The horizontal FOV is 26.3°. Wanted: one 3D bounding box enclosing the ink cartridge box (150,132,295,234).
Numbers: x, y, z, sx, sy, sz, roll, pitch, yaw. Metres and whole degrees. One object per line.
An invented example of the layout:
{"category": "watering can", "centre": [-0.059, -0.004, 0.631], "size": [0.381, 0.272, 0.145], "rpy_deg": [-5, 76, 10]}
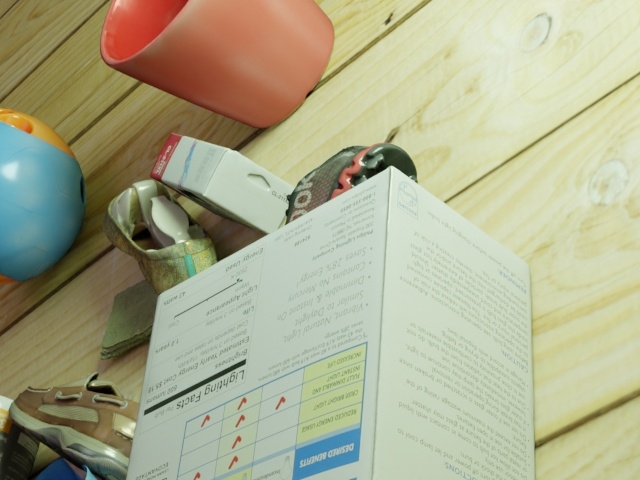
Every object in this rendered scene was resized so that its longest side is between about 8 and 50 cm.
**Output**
{"category": "ink cartridge box", "centre": [-0.131, -0.076, 1.832], "size": [0.175, 0.127, 0.072], "rpy_deg": [21, 81, 58]}

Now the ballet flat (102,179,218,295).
{"category": "ballet flat", "centre": [-0.229, -0.021, 1.922], "size": [0.123, 0.123, 0.348], "rpy_deg": [-54, 33, 6]}

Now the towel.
{"category": "towel", "centre": [-0.259, 0.105, 1.949], "size": [0.148, 0.027, 0.110], "rpy_deg": [-29, 41, 39]}

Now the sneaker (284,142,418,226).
{"category": "sneaker", "centre": [0.000, 0.000, 1.614], "size": [0.276, 0.097, 0.135], "rpy_deg": [-57, 32, -3]}

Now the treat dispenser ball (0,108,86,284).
{"category": "treat dispenser ball", "centre": [-0.526, -0.071, 2.222], "size": [0.288, 0.288, 0.288], "rpy_deg": [-35, 38, 33]}

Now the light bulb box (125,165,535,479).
{"category": "light bulb box", "centre": [0.005, 0.185, 1.321], "size": [0.358, 0.225, 0.361], "rpy_deg": [-28, 43, 38]}

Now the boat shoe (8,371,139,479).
{"category": "boat shoe", "centre": [-0.307, 0.240, 1.827], "size": [0.324, 0.123, 0.116], "rpy_deg": [13, 65, 52]}

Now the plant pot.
{"category": "plant pot", "centre": [-0.131, -0.298, 1.917], "size": [0.275, 0.243, 0.275], "rpy_deg": [-35, 37, 32]}

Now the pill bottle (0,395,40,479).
{"category": "pill bottle", "centre": [-0.503, 0.364, 1.932], "size": [0.162, 0.162, 0.278], "rpy_deg": [-22, 46, 44]}

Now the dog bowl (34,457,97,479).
{"category": "dog bowl", "centre": [-0.332, 0.365, 1.710], "size": [0.166, 0.074, 0.297], "rpy_deg": [-54, 14, -18]}
